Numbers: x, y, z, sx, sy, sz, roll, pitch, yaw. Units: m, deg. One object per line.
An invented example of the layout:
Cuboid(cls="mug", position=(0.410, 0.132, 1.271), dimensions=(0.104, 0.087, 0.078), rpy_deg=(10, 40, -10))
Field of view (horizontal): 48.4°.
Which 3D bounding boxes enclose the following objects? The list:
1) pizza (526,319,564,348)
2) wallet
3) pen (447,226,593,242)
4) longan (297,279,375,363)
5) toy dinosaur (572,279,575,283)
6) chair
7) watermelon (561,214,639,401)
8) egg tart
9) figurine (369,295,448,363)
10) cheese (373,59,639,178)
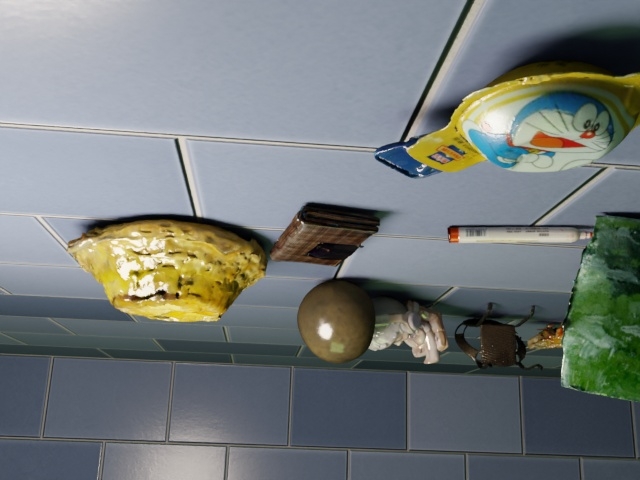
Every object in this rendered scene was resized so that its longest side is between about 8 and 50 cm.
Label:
Cuboid(cls="pizza", position=(0.634, 0.227, 1.781), dimensions=(0.147, 0.069, 0.226), rpy_deg=(-13, 178, -33))
Cuboid(cls="wallet", position=(0.000, 0.000, 1.102), dimensions=(0.124, 0.042, 0.230), rpy_deg=(8, 161, -12))
Cuboid(cls="pen", position=(0.300, -0.009, 1.064), dimensions=(0.218, 0.026, 0.026), rpy_deg=(0, 164, 6))
Cuboid(cls="longan", position=(0.035, 0.164, 1.437), dimensions=(0.167, 0.167, 0.187), rpy_deg=(-3, 157, 18))
Cuboid(cls="toy dinosaur", position=(0.579, 0.105, 1.341), dimensions=(0.329, 0.076, 0.144), rpy_deg=(4, 157, -15))
Cuboid(cls="chair", position=(0.419, 0.234, 1.694), dimensions=(0.174, 0.149, 0.213), rpy_deg=(3, 168, -8))
Cuboid(cls="watermelon", position=(0.479, 0.100, 1.065), dimensions=(0.151, 0.264, 0.302), rpy_deg=(14, -178, 31))
Cuboid(cls="egg tart", position=(-0.251, 0.063, 1.200), dimensions=(0.341, 0.129, 0.341), rpy_deg=(2, 165, 0))
Cuboid(cls="figurine", position=(0.164, 0.199, 1.588), dimensions=(0.237, 0.141, 0.162), rpy_deg=(14, 155, -35))
Cuboid(cls="cheese", position=(0.179, -0.103, 0.670), dimensions=(0.270, 0.069, 0.177), rpy_deg=(-12, 159, 40))
